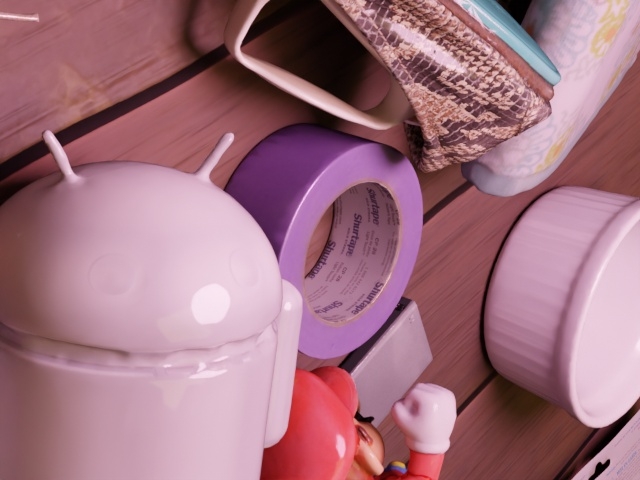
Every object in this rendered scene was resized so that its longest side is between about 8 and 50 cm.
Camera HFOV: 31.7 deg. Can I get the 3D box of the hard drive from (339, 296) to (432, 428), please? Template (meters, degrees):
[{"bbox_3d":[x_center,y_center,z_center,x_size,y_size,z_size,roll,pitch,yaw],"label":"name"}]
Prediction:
[{"bbox_3d":[0.059,0.135,1.139,0.135,0.022,0.094,-46,137,-27],"label":"hard drive"}]

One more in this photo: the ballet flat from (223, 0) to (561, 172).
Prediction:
[{"bbox_3d":[-0.009,-0.200,0.779,0.182,0.164,0.483,-36,130,14],"label":"ballet flat"}]

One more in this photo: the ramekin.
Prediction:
[{"bbox_3d":[0.312,0.068,1.328,0.277,0.135,0.277,-26,126,-43],"label":"ramekin"}]

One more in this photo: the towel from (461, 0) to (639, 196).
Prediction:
[{"bbox_3d":[0.271,-0.244,1.058,0.374,0.090,0.320,-46,160,-47],"label":"towel"}]

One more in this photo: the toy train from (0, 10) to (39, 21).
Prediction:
[{"bbox_3d":[-0.264,-0.061,0.593,0.248,0.105,0.143,-5,120,-50],"label":"toy train"}]

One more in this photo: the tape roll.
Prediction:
[{"bbox_3d":[0.000,0.000,0.957,0.189,0.080,0.189,-24,124,-42],"label":"tape roll"}]

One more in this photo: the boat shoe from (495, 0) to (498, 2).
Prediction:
[{"bbox_3d":[0.143,-0.280,0.975,0.302,0.114,0.091,-56,147,-18],"label":"boat shoe"}]

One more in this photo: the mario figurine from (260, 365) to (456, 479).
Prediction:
[{"bbox_3d":[0.057,0.224,1.058,0.198,0.170,0.320,-42,115,-5],"label":"mario figurine"}]

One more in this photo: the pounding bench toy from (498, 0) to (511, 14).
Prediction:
[{"bbox_3d":[0.169,-0.244,1.048,0.052,0.083,0.065,39,75,-52],"label":"pounding bench toy"}]

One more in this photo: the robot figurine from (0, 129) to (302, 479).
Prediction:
[{"bbox_3d":[-0.133,0.100,0.738,0.300,0.200,0.353,-8,113,-45],"label":"robot figurine"}]

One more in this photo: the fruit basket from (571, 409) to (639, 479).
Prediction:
[{"bbox_3d":[0.421,0.459,1.667,0.327,0.165,0.353,-33,114,-39],"label":"fruit basket"}]
